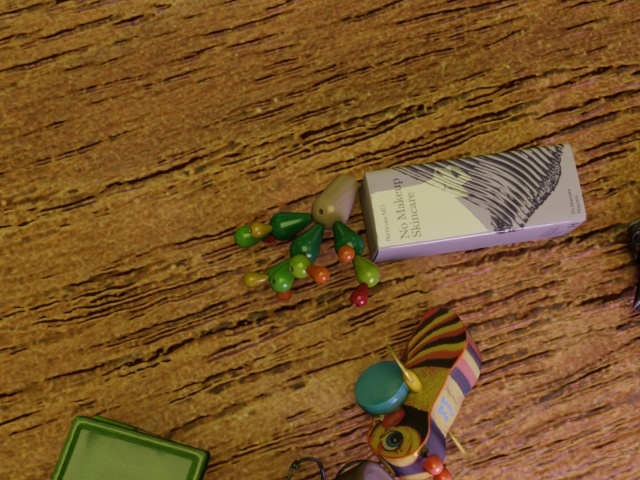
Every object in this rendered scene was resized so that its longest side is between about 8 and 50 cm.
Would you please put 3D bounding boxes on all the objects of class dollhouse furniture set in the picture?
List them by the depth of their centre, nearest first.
[{"bbox_3d":[-0.242,0.364,1.030,0.151,0.197,0.302,18,76,1],"label":"dollhouse furniture set"}]

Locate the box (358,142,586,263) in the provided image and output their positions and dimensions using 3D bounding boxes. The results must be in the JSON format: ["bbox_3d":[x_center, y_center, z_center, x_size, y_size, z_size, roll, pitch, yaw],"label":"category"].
[{"bbox_3d":[0.195,-0.048,1.191,0.275,0.094,0.113,-10,79,-5],"label":"box"}]

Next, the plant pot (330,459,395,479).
[{"bbox_3d":[-0.005,0.418,0.877,0.280,0.323,0.323,-27,80,8],"label":"plant pot"}]

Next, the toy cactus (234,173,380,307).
[{"bbox_3d":[0.000,0.000,1.154,0.219,0.112,0.180,12,60,41],"label":"toy cactus"}]

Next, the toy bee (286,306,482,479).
[{"bbox_3d":[0.119,0.226,1.093,0.195,0.162,0.298,29,84,-41],"label":"toy bee"}]

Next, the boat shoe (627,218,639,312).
[{"bbox_3d":[0.443,-0.007,1.204,0.073,0.080,0.224,21,72,8],"label":"boat shoe"}]
